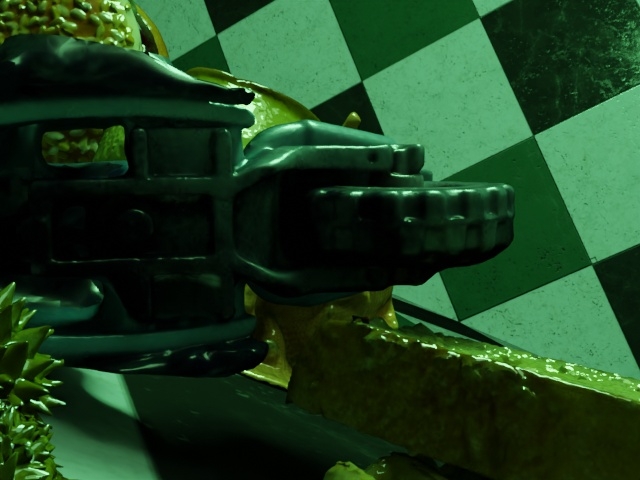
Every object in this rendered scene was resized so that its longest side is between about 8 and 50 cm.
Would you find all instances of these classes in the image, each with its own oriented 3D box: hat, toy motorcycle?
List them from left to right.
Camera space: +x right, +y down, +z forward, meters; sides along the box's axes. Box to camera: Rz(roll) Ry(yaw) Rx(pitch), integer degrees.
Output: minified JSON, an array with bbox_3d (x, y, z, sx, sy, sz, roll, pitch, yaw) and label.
[{"bbox_3d":[-0.110,-0.020,0.542,0.416,0.172,0.232,-3,6,-12],"label":"toy motorcycle"},{"bbox_3d":[0.000,0.000,0.838,0.244,0.233,0.233,21,3,10],"label":"hat"}]

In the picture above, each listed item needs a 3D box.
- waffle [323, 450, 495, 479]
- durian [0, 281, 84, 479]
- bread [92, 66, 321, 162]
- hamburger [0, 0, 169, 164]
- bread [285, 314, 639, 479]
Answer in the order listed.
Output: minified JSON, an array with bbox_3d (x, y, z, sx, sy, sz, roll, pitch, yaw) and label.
[{"bbox_3d":[0.116,0.157,0.352,0.282,0.058,0.301,20,2,-6],"label":"waffle"},{"bbox_3d":[-0.144,0.036,0.310,0.208,0.102,0.146,26,-3,11],"label":"durian"},{"bbox_3d":[-0.115,-0.053,1.012,0.270,0.148,0.269,4,-39,3],"label":"bread"},{"bbox_3d":[-0.354,-0.196,1.177,0.330,0.329,0.250,22,-3,4],"label":"hamburger"},{"bbox_3d":[0.081,0.080,0.450,0.187,0.065,0.103,11,0,31],"label":"bread"}]
